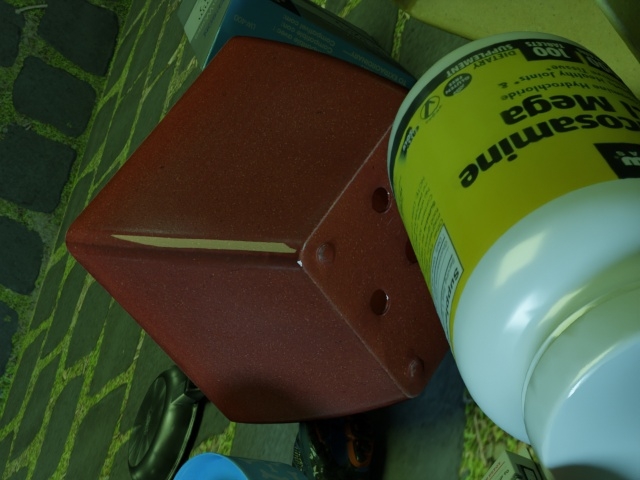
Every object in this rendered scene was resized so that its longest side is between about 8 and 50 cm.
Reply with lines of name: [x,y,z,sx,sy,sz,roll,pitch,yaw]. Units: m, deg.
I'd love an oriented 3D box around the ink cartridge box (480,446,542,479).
ink cartridge box: [0.136,0.186,0.816,0.048,0.028,0.083,-57,23,22]

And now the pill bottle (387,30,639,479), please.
pill bottle: [0.161,0.011,0.721,0.188,0.188,0.334,-57,24,24]

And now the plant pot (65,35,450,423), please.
plant pot: [0.000,0.000,0.978,0.236,0.267,0.267,6,52,48]

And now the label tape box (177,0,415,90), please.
label tape box: [-0.023,-0.208,1.306,0.106,0.241,0.333,-59,23,15]

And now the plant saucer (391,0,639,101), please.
plant saucer: [0.100,-0.253,0.842,0.333,0.333,0.081,33,87,47]

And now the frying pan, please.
frying pan: [-0.190,0.242,1.513,0.326,0.053,0.197,-30,43,62]

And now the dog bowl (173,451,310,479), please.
dog bowl: [-0.025,0.297,0.878,0.297,0.074,0.166,57,131,34]

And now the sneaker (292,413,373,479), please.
sneaker: [0.013,0.243,1.006,0.221,0.083,0.087,-90,15,-50]
